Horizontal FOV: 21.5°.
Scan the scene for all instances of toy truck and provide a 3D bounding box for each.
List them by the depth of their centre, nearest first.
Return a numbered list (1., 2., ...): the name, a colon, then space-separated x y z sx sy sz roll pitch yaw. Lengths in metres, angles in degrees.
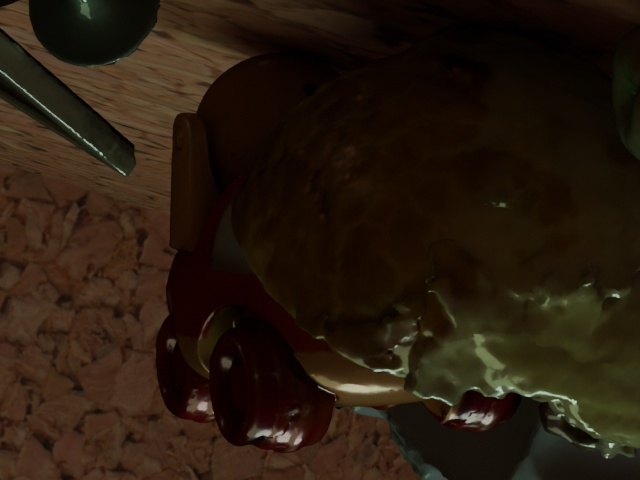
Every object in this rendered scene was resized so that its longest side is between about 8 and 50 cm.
1. toy truck: 0.000 0.000 1.057 0.189 0.239 0.265 -2 -175 -25

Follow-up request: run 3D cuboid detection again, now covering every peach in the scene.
1. peach: 0.167 -0.065 0.736 0.083 0.083 0.083 15 176 1

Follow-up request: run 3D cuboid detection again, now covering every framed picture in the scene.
1. framed picture: -0.220 -0.138 0.741 0.211 0.020 0.289 31 172 34

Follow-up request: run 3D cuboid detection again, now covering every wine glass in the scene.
1. wine glass: -0.143 -0.141 0.801 0.079 0.079 0.195 14 176 16

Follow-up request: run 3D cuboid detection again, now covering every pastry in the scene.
1. pastry: 0.091 -0.025 0.871 0.237 0.170 0.256 16 -150 -21

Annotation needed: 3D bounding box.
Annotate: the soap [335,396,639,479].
1. soap: 0.230 0.119 1.509 0.435 0.213 0.350 18 -166 -42
